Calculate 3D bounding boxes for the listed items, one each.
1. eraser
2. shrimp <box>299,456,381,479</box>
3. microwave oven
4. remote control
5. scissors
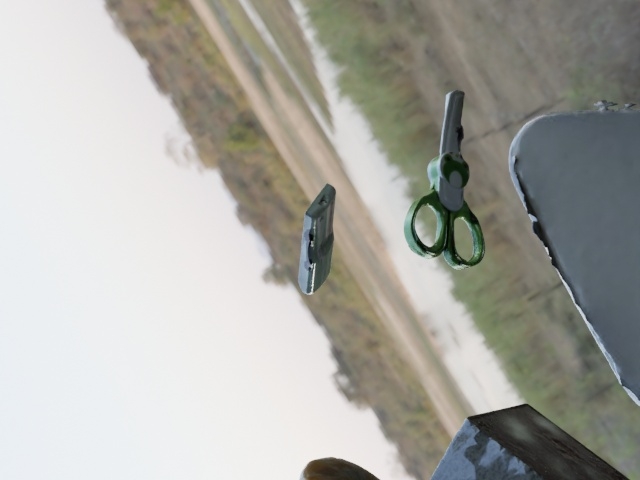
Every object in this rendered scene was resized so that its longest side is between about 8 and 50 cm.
[{"bbox_3d":[0.357,0.020,1.223,0.331,0.331,0.150,57,-162,13],"label":"eraser"},{"bbox_3d":[0.067,0.342,1.446,0.143,0.052,0.251,6,-143,-35],"label":"shrimp"},{"bbox_3d":[0.378,0.528,2.001,0.432,0.374,0.236,36,-160,30],"label":"microwave oven"},{"bbox_3d":[0.000,0.000,1.613,0.029,0.065,0.166,26,144,15],"label":"remote control"},{"bbox_3d":[0.139,-0.072,1.342,0.101,0.027,0.204,18,-115,-31],"label":"scissors"}]
